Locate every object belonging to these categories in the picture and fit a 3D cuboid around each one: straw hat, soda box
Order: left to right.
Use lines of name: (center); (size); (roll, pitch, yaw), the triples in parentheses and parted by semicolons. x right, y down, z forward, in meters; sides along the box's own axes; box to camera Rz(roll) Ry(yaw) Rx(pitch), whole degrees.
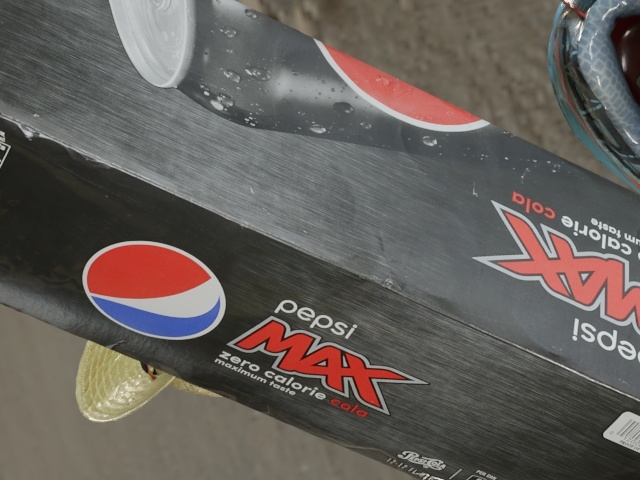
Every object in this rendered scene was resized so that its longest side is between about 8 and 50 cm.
straw hat: (-0.067, 0.055, 0.990); (0.061, 0.144, 0.144); (35, 172, -27)
soda box: (0.000, 0.000, 0.368); (0.053, 0.169, 0.060); (-52, 19, 46)

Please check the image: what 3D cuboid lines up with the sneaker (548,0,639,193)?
sneaker: (0.185, -0.008, 0.611); (0.262, 0.104, 0.125); (31, -173, 10)
